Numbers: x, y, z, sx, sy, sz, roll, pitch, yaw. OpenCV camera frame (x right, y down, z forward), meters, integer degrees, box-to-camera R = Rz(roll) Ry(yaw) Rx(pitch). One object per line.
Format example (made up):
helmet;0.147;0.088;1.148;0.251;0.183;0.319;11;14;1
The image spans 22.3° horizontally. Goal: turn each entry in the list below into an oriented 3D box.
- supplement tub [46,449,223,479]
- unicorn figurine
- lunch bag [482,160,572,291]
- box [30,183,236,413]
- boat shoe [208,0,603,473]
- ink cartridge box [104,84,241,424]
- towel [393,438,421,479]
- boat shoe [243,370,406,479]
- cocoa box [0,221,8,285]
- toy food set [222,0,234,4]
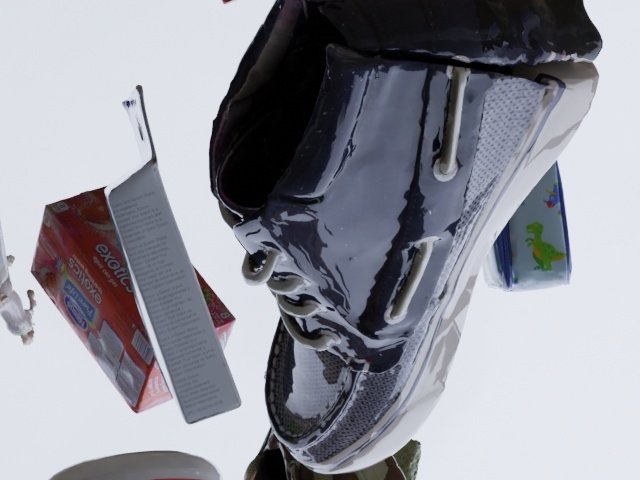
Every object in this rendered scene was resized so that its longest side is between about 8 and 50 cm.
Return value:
supplement tub;-0.179;0.362;1.629;0.191;0.191;0.272;-15;-111;19
unicorn figurine;-0.413;0.075;2.100;0.060;0.162;0.111;-32;-148;20
lunch bag;0.210;-0.035;1.729;0.090;0.176;0.219;-6;-179;2
box;-0.233;0.065;1.976;0.123;0.128;0.257;-20;-123;-36
boat shoe;0.000;0.000;0.838;0.158;0.340;0.127;-4;-137;-32
ink cartridge box;-0.119;0.007;1.152;0.045;0.224;0.223;-18;-176;-7
towel;0.038;0.255;1.600;0.110;0.027;0.148;15;-92;24
boat shoe;-0.014;0.150;1.160;0.095;0.095;0.257;-24;-161;-8
cocoa box;-0.318;-0.102;0.842;0.231;0.347;0.228;-6;-167;1
toy food set;-0.004;-0.303;1.460;0.232;0.104;0.111;-26;-174;-27
